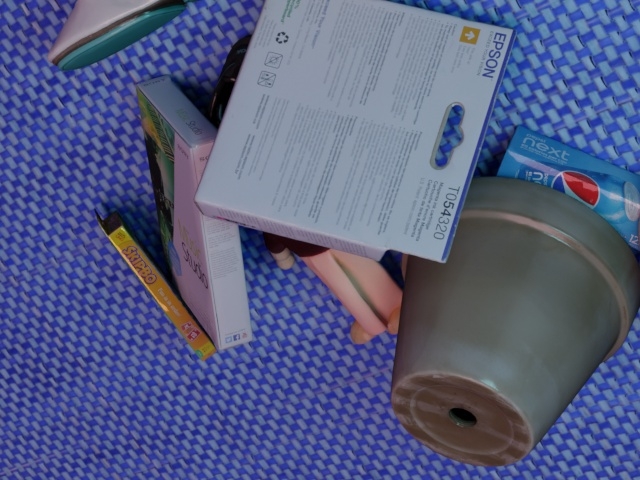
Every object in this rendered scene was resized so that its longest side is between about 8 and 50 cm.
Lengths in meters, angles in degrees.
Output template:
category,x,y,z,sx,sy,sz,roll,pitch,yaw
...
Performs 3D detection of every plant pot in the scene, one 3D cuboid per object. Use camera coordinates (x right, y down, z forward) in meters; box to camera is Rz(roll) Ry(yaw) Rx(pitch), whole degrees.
category,x,y,z,sx,sy,sz,roll,pitch,yaw
plant pot,0.227,0.128,2.004,0.323,0.280,0.323,17,142,13

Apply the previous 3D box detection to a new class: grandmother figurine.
category,x,y,z,sx,sy,sz,roll,pitch,yaw
grandmother figurine,0.000,0.000,2.129,0.207,0.104,0.342,-26,121,33

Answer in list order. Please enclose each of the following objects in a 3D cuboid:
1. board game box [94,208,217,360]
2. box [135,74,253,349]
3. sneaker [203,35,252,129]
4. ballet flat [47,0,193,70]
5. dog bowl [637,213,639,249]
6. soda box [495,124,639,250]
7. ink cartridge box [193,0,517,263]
category,x,y,z,sx,sy,sz,roll,pitch,yaw
board game box,-0.246,0.058,2.294,0.039,0.124,0.259,-39,106,-2
box,-0.176,-0.040,2.149,0.058,0.232,0.322,-16,122,-19
sneaker,-0.128,-0.153,2.119,0.101,0.106,0.267,21,128,7
ballet flat,-0.204,-0.350,2.024,0.400,0.139,0.139,-22,111,27
dog bowl,0.531,0.005,1.911,0.264,0.104,0.265,1,125,1
soda box,0.335,-0.069,2.008,0.210,0.071,0.067,23,127,7
ink cartridge box,0.047,-0.147,1.940,0.330,0.324,0.071,15,164,13
